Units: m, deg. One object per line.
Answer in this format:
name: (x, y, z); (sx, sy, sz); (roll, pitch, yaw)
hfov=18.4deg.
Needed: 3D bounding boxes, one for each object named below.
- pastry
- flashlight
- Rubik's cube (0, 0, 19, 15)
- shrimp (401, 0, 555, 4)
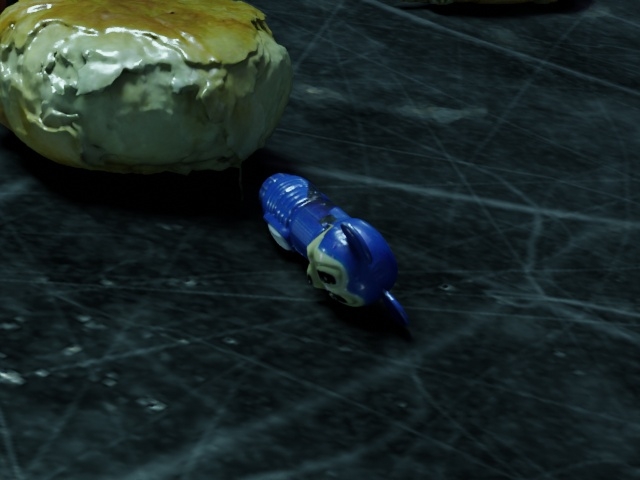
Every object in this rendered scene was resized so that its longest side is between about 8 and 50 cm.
pastry: (-0.088, -0.080, 0.955); (0.153, 0.081, 0.153); (7, 27, -3)
flashlight: (0.000, 0.000, 0.873); (0.035, 0.057, 0.121); (-36, 30, -8)
Rubik's cube: (-0.202, -0.248, 1.141); (0.163, 0.162, 0.160); (20, 46, 19)
shrimp: (0.107, -0.186, 1.344); (0.099, 0.041, 0.180); (28, 29, 36)
